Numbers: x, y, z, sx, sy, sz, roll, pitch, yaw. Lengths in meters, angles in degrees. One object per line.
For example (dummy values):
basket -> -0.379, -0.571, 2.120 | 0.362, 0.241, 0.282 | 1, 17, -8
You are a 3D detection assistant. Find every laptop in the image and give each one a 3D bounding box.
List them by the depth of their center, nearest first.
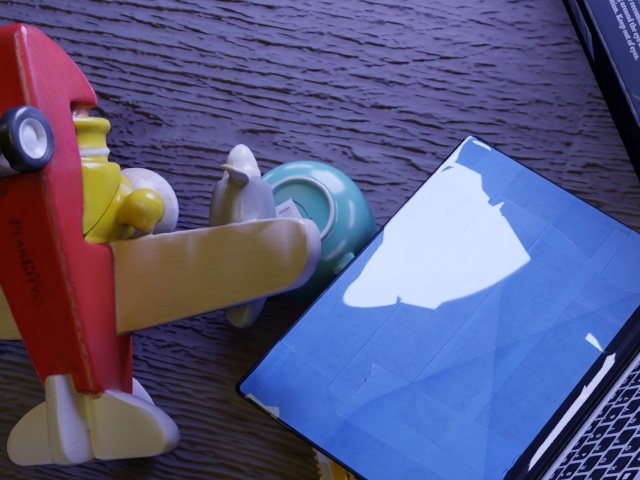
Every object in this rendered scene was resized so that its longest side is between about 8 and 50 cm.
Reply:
laptop -> 0.206, 0.062, 1.494 | 0.236, 0.408, 0.382 | 50, 60, -11

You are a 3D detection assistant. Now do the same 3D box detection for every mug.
mug -> -0.002, -0.009, 1.691 | 0.157, 0.097, 0.129 | 11, 75, 15

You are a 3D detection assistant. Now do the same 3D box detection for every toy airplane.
toy airplane -> -0.213, 0.026, 1.659 | 0.386, 0.272, 0.384 | 34, 122, 11

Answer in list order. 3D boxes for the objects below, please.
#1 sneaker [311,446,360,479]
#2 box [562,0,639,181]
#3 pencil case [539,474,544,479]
sneaker -> 0.027, 0.166, 1.652 | 0.083, 0.069, 0.186 | -13, 76, -2
box -> 0.389, -0.269, 1.655 | 0.312, 0.179, 0.343 | -21, 70, 5
pencil case -> 0.226, 0.257, 1.553 | 0.284, 0.124, 0.124 | -21, 70, 4
